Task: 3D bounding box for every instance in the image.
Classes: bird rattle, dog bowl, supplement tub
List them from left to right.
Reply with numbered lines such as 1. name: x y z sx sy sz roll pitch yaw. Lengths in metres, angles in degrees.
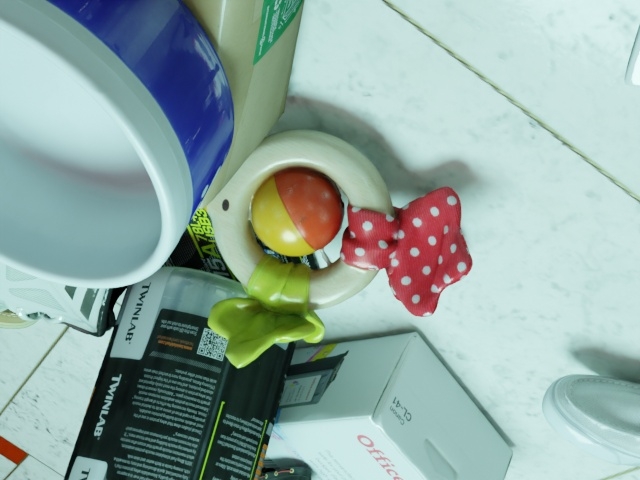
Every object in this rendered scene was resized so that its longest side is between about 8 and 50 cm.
1. dog bowl: -0.197 -0.092 0.716 0.265 0.104 0.265 17 143 14
2. supplement tub: -0.150 0.201 1.074 0.194 0.316 0.193 14 162 5
3. bird rattle: 0.000 0.000 0.923 0.253 0.143 0.207 -27 100 26

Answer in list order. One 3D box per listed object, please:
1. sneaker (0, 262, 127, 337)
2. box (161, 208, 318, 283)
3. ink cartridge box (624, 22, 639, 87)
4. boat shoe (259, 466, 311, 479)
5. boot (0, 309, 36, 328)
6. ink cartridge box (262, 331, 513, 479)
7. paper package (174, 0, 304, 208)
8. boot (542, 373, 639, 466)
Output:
1. sneaker: -0.371 0.057 1.126 0.447 0.169 0.257 -32 117 34
2. box: -0.108 -0.020 1.069 0.184 0.045 0.190 5 137 25
3. ink cartridge box: 0.283 -0.173 0.590 0.160 0.092 0.219 19 142 15
4. boat shoe: -0.057 0.281 1.179 0.049 0.042 0.133 27 150 -32
5. boot: -0.444 -0.010 1.264 0.262 0.095 0.203 33 142 1
6. ink cartridge box: 0.032 0.236 1.207 0.306 0.131 0.226 -14 126 42
7. paper package: -0.167 -0.218 0.772 0.309 0.168 0.325 23 142 6
8. boot: 0.345 0.155 0.953 0.258 0.095 0.123 15 136 4
